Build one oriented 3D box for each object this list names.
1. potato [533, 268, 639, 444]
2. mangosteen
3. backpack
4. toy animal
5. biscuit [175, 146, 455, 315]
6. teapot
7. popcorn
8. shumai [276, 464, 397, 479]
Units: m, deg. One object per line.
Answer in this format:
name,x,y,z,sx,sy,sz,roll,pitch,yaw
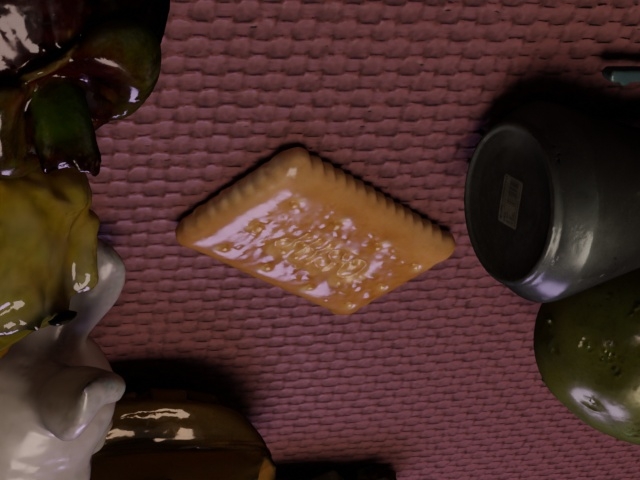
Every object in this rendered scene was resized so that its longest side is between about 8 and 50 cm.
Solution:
potato,0.348,0.115,1.353,0.215,0.216,0.304,-27,142,22
mangosteen,-0.198,-0.132,0.789,0.216,0.216,0.216,-9,147,-6
backpack,-0.219,0.303,1.452,0.353,0.201,0.378,-10,150,-12
toy animal,-0.309,0.150,1.197,0.367,0.196,0.241,-26,143,24
biscuit,0.000,0.001,1.218,0.160,0.030,0.249,-32,143,27
teapot,0.257,-0.052,1.127,0.225,0.171,0.203,-4,116,-25
popcorn,-0.303,0.016,0.973,0.286,0.215,0.252,-29,147,-7
shumai,0.016,0.400,1.689,0.218,0.189,0.256,-16,152,9
